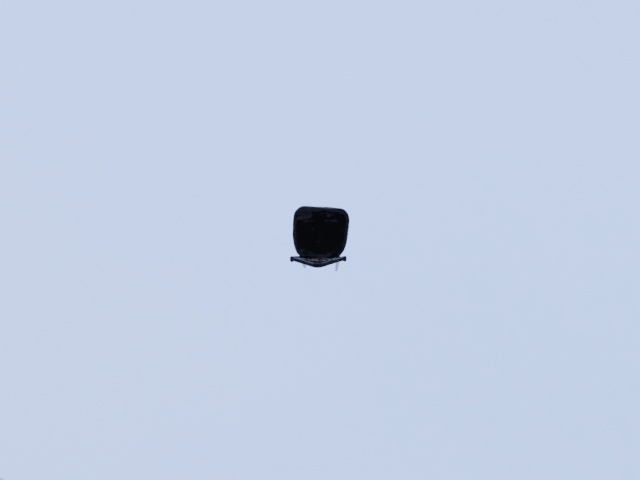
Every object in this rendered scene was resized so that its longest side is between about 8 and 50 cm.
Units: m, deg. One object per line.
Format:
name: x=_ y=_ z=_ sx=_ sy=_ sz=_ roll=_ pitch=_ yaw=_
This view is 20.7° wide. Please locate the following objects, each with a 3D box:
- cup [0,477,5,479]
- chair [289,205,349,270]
cup: x=-0.158 y=0.176 z=0.590 sx=0.167 sy=0.202 sz=0.221 roll=26 pitch=-35 yaw=9
chair: x=0.000 y=-0.002 z=1.136 sx=0.037 sy=0.042 sz=0.086 roll=2 pitch=-2 yaw=1
